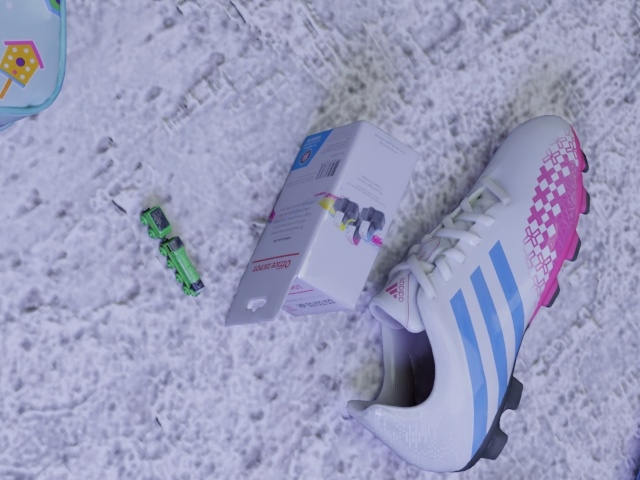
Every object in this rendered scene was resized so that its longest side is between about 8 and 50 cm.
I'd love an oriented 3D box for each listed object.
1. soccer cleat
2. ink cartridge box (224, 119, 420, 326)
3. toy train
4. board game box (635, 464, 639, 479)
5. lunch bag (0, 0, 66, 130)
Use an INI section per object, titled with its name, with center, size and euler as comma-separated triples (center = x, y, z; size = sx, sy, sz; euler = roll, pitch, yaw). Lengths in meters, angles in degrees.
[soccer cleat]
center = 0.123, 0.028, 1.584
size = 0.143, 0.116, 0.331
euler = 25, 74, -24
[ink cartridge box]
center = 0.000, 0.000, 1.527
size = 0.061, 0.104, 0.181
euler = 31, 72, -21
[toy train]
center = -0.117, 0.009, 1.510
size = 0.017, 0.023, 0.083
euler = -36, 101, -26
[board game box]
center = 0.354, 0.215, 1.696
size = 0.136, 0.035, 0.201
euler = 17, 74, 8
[lunch bag]
center = -0.320, -0.194, 1.377
size = 0.279, 0.108, 0.224
euler = 2, 81, -29
